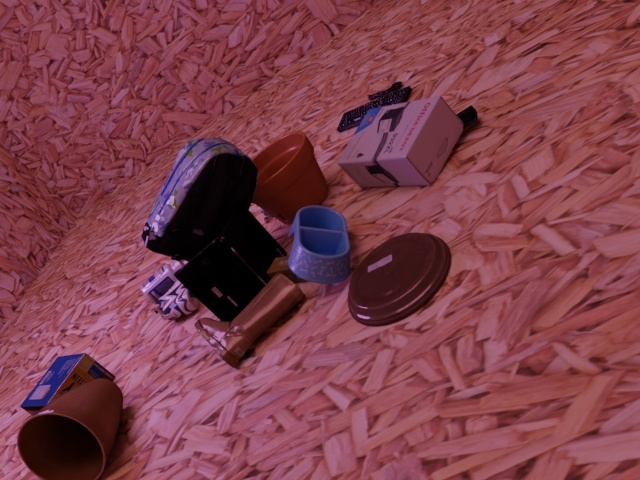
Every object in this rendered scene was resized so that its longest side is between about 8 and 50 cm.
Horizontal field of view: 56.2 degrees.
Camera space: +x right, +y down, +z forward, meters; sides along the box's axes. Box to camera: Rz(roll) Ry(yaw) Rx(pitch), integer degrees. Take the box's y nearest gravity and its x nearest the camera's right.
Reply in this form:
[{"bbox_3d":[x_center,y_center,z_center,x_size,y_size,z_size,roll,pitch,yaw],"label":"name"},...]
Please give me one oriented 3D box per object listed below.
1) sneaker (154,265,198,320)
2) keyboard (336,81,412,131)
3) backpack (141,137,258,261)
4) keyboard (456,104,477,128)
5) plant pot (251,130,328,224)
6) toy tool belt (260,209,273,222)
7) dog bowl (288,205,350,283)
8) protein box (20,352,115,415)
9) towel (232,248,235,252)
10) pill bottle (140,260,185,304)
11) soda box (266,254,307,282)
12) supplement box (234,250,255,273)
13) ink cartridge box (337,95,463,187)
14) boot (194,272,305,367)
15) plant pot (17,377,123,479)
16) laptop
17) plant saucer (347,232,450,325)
[{"bbox_3d":[-0.494,0.186,2.027,0.153,0.094,0.235,-28,38,5],"label":"sneaker"},{"bbox_3d":[0.207,-0.517,2.261,0.317,0.033,0.202,-13,37,41],"label":"keyboard"},{"bbox_3d":[-0.342,-0.130,1.788,0.356,0.290,0.273,-55,44,20],"label":"backpack"},{"bbox_3d":[0.380,-0.326,1.755,0.192,0.038,0.100,-28,41,34],"label":"keyboard"},{"bbox_3d":[-0.110,-0.193,1.986,0.290,0.203,0.291,-30,29,19],"label":"plant pot"},{"bbox_3d":[-0.190,-0.108,2.128,0.052,0.051,0.083,-16,36,39],"label":"toy tool belt"},{"bbox_3d":[0.000,0.000,1.593,0.165,0.074,0.297,7,30,-7],"label":"dog bowl"},{"bbox_3d":[-0.819,0.489,1.942,0.201,0.136,0.200,-15,36,41],"label":"protein box"},{"bbox_3d":[-0.329,0.082,2.047,0.148,0.027,0.110,-37,26,7],"label":"towel"},{"bbox_3d":[-0.560,0.146,2.175,0.169,0.094,0.094,-40,27,-1],"label":"pill bottle"},{"bbox_3d":[-0.065,0.078,1.680,0.181,0.058,0.061,-12,37,44],"label":"soda box"},{"bbox_3d":[-0.252,0.095,1.875,0.080,0.078,0.233,-16,35,39],"label":"supplement box"},{"bbox_3d":[0.226,-0.280,1.742,0.307,0.129,0.223,5,59,54],"label":"ink cartridge box"},{"bbox_3d":[-0.195,0.196,1.644,0.269,0.089,0.236,-47,41,-10],"label":"boot"},{"bbox_3d":[-0.654,0.498,1.653,0.237,0.237,0.254,-32,15,16],"label":"plant pot"},{"bbox_3d":[-0.252,0.068,1.741,0.264,0.234,0.136,-40,26,1],"label":"laptop"},{"bbox_3d":[0.172,0.079,1.398,0.277,0.041,0.278,-32,28,19],"label":"plant saucer"}]
